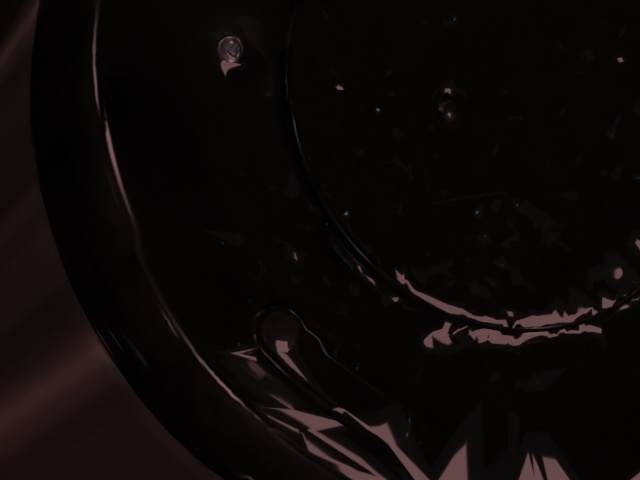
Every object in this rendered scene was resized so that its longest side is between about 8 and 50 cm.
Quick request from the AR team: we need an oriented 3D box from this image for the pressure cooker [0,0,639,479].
[{"bbox_3d":[-0.001,-0.006,0.898,0.369,0.420,0.376,27,67,-15],"label":"pressure cooker"}]
